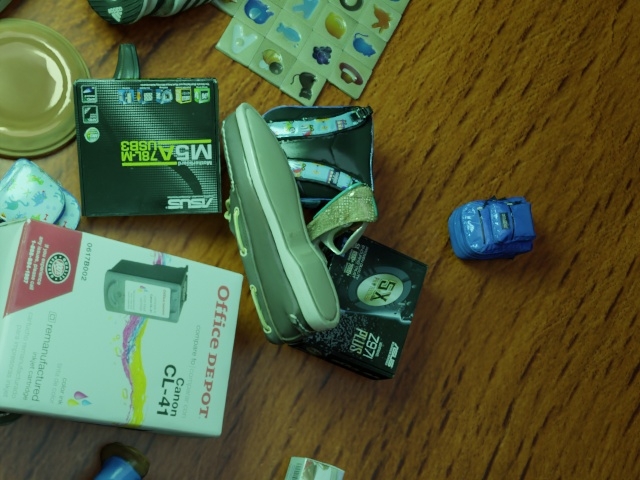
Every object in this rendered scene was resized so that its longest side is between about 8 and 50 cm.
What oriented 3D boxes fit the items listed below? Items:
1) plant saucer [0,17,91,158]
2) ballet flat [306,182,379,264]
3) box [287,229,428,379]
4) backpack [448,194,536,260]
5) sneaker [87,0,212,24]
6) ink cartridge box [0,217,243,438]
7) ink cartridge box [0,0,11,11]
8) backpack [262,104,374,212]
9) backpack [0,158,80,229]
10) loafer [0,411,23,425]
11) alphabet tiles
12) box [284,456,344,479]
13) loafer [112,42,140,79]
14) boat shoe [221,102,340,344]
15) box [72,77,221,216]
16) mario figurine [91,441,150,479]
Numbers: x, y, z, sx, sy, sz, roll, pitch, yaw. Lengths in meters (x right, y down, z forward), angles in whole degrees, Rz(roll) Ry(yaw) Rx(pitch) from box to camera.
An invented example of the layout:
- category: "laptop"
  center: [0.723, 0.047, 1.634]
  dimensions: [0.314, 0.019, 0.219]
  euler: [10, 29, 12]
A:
- category: "plant saucer"
  center: [-0.410, -0.210, 1.303]
  dimensions: [0.200, 0.037, 0.199]
  euler: [4, 78, -19]
- category: "ballet flat"
  center: [0.000, 0.000, 1.335]
  dimensions: [0.073, 0.206, 0.067]
  euler: [-6, 64, -54]
- category: "box"
  center: [0.055, 0.094, 1.396]
  dimensions: [0.147, 0.077, 0.180]
  euler: [25, 72, -15]
- category: "backpack"
  center: [0.265, -0.023, 1.487]
  dimensions: [0.120, 0.101, 0.098]
  euler: [-4, 75, -18]
- category: "sneaker"
  center: [-0.233, -0.538, 1.334]
  dimensions: [0.257, 0.169, 0.447]
  euler: [-24, 113, -48]
- category: "ink cartridge box"
  center: [-0.267, 0.117, 1.200]
  dimensions: [0.306, 0.131, 0.226]
  euler: [16, 75, -34]
- category: "ink cartridge box"
  center: [-0.439, -0.435, 1.304]
  dimensions: [0.165, 0.065, 0.332]
  euler: [37, 64, -11]
- category: "backpack"
  center: [-0.014, -0.115, 1.390]
  dimensions: [0.173, 0.117, 0.158]
  euler: [1, 78, -7]
- category: "backpack"
  center: [-0.375, -0.038, 1.257]
  dimensions: [0.114, 0.084, 0.105]
  euler: [38, 72, -14]
- category: "loafer"
  center: [-0.447, 0.119, 1.197]
  dimensions: [0.094, 0.087, 0.251]
  euler: [-31, 91, -23]
- category: "alphabet tiles"
  center: [-0.012, -0.387, 1.500]
  dimensions: [0.285, 0.011, 0.342]
  euler: [32, 70, -13]
- category: "box"
  center: [-0.050, 0.456, 1.295]
  dimensions: [0.063, 0.067, 0.324]
  euler: [22, 72, -15]
- category: "loafer"
  center: [-0.286, -0.196, 1.334]
  dimensions: [0.061, 0.062, 0.170]
  euler: [6, 77, -16]
- category: "boat shoe"
  center: [-0.075, -0.022, 1.276]
  dimensions: [0.117, 0.097, 0.324]
  euler: [-4, 72, -65]
- category: "box"
  center: [-0.230, -0.126, 1.292]
  dimensions: [0.191, 0.045, 0.184]
  euler: [-1, 103, -7]
- category: "mario figurine"
  center: [-0.337, 0.401, 1.191]
  dimensions: [0.198, 0.170, 0.320]
  euler: [32, 53, 26]
